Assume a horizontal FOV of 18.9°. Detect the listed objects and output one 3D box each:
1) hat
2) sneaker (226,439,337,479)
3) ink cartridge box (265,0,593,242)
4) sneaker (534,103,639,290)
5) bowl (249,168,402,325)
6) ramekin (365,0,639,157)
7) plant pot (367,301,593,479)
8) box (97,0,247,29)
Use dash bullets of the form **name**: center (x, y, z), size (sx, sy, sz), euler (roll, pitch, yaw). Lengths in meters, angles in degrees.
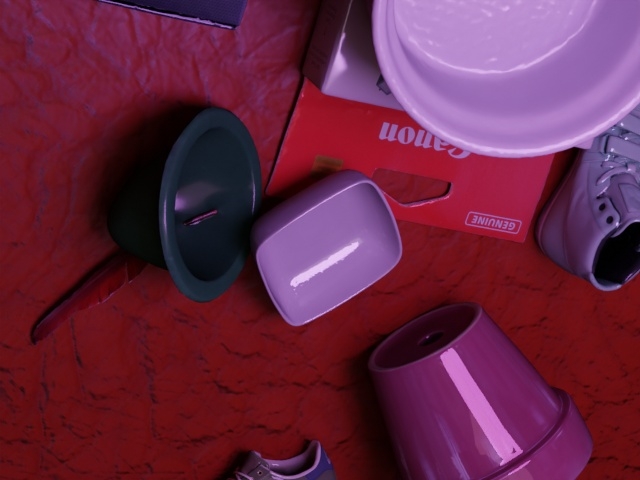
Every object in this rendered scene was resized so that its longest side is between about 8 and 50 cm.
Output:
- **hat**: center (-0.179, -0.028, 1.784), size (0.208, 0.183, 0.173), euler (-63, 144, -37)
- **sneaker**: center (-0.075, 0.251, 1.932), size (0.192, 0.064, 0.086), euler (-10, 108, -16)
- **ink cartridge box**: center (0.123, -0.128, 1.830), size (0.296, 0.066, 0.261), euler (10, 108, -24)
- **sneaker**: center (0.311, -0.071, 1.876), size (0.094, 0.151, 0.256), euler (16, 105, -24)
- **bowl**: center (0.000, 0.000, 1.833), size (0.142, 0.053, 0.142), euler (-32, 137, -7)
- **ramekin**: center (0.168, -0.224, 1.670), size (0.277, 0.135, 0.277), euler (-5, 119, -9)
- **plant pot**: center (0.143, 0.169, 1.910), size (0.201, 0.201, 0.180), euler (-31, 104, -5)
- **box**: center (-0.129, -0.313, 1.656), size (0.183, 0.059, 0.233), euler (10, 109, -25)
